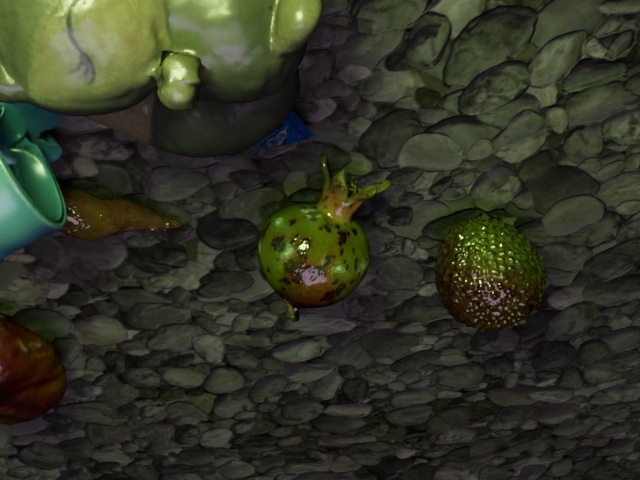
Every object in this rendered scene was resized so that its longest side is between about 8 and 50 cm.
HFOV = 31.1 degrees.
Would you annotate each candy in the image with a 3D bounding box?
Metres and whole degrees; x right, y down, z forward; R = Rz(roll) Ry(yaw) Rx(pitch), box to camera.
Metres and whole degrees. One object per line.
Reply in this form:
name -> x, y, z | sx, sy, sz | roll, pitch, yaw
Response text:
candy -> -0.087, -0.132, 1.405 | 0.136, 0.038, 0.088 | -12, 158, 19

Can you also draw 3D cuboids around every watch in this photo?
watch -> -0.360, -0.074, 1.283 | 0.211, 0.193, 0.211 | -16, 144, -12

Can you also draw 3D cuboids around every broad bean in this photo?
broad bean -> -0.468, 0.197, 1.722 | 0.156, 0.122, 0.228 | -34, 150, -6

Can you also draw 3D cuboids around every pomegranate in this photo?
pomegranate -> 0.008, 0.000, 1.508 | 0.156, 0.156, 0.220 | 19, 133, -31

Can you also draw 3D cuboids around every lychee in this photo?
lychee -> 0.231, 0.042, 1.602 | 0.171, 0.171, 0.171 | -5, 144, -3

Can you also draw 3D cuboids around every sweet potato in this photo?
sweet potato -> -0.285, -0.028, 1.489 | 0.226, 0.068, 0.068 | 12, 140, -25

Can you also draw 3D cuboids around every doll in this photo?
doll -> -0.193, -0.183, 1.144 | 0.382, 0.252, 0.379 | 5, 143, -6
